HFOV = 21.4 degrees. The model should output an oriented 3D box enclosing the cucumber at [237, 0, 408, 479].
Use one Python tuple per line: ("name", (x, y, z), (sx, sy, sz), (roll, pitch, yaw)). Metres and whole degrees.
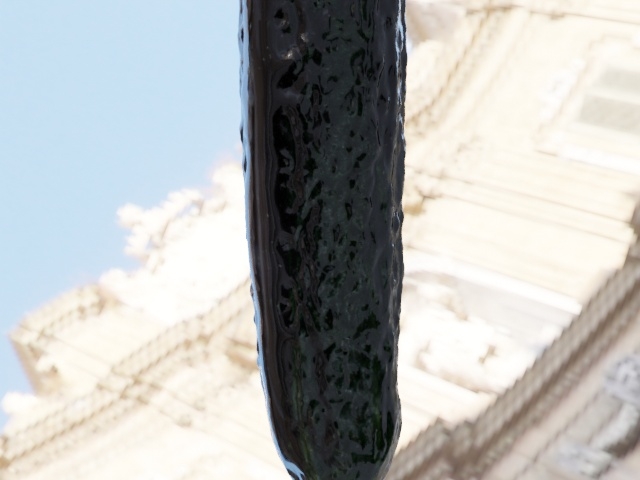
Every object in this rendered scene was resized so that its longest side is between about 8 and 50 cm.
("cucumber", (0.001, 0.000, 0.738), (0.074, 0.074, 0.241), (-7, -80, -37))
